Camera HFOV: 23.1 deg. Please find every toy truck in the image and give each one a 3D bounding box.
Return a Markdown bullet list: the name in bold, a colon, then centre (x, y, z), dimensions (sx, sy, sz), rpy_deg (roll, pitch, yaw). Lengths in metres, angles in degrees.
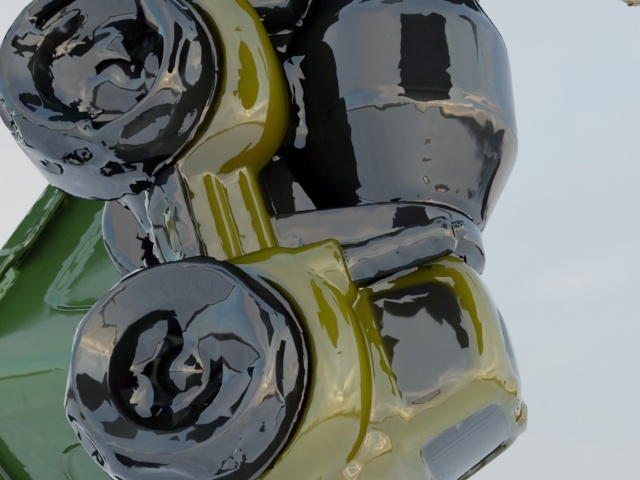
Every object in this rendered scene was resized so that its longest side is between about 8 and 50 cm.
- **toy truck**: centre (0.000, 0.000, 0.524), dimensions (0.165, 0.224, 0.147), rpy_deg (-19, -30, 4)

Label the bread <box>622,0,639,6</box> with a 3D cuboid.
- **bread**: centre (0.318, -0.339, 1.363), dimensions (0.160, 0.260, 0.147), rpy_deg (-6, -2, -34)

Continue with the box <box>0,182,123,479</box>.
- **box**: centre (-0.055, 0.055, 0.956), dimensions (0.178, 0.329, 0.253), rpy_deg (-14, -57, 32)
